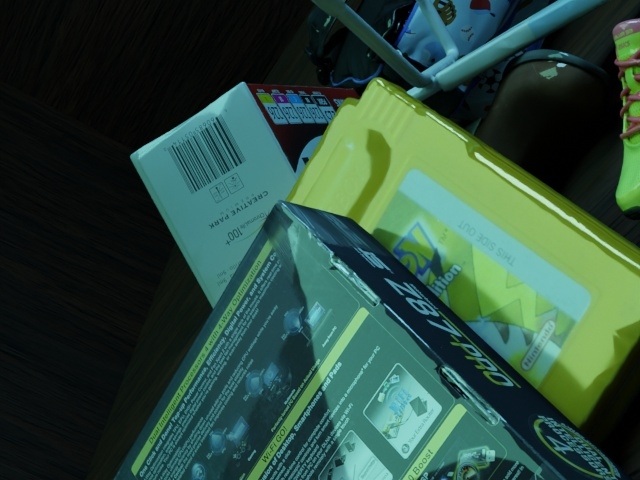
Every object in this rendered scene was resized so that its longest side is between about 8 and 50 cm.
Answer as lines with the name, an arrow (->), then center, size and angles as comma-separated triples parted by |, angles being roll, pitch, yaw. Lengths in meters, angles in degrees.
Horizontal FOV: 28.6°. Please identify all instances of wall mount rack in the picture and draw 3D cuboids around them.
wall mount rack -> 0.148, -0.220, 1.046 | 0.350, 0.130, 0.304 | -29, 4, 22

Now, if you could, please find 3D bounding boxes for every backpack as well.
backpack -> 0.140, -0.262, 1.361 | 0.263, 0.213, 0.276 | -69, 20, 2

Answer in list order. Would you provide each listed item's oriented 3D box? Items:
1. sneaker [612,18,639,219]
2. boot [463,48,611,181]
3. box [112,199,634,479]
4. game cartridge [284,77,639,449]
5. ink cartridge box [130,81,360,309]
sneaker -> 0.241, -0.114, 0.897 | 0.208, 0.094, 0.081 | -68, 15, -17
boot -> 0.140, -0.004, 1.078 | 0.264, 0.096, 0.280 | -34, 32, 62
box -> -0.015, 0.221, 0.846 | 0.318, 0.097, 0.395 | 43, 109, 38
game cartridge -> 0.067, 0.068, 0.905 | 0.324, 0.053, 0.285 | 39, 105, 38
ink cartridge box -> 0.000, 0.000, 1.183 | 0.130, 0.272, 0.309 | -30, -4, 19
